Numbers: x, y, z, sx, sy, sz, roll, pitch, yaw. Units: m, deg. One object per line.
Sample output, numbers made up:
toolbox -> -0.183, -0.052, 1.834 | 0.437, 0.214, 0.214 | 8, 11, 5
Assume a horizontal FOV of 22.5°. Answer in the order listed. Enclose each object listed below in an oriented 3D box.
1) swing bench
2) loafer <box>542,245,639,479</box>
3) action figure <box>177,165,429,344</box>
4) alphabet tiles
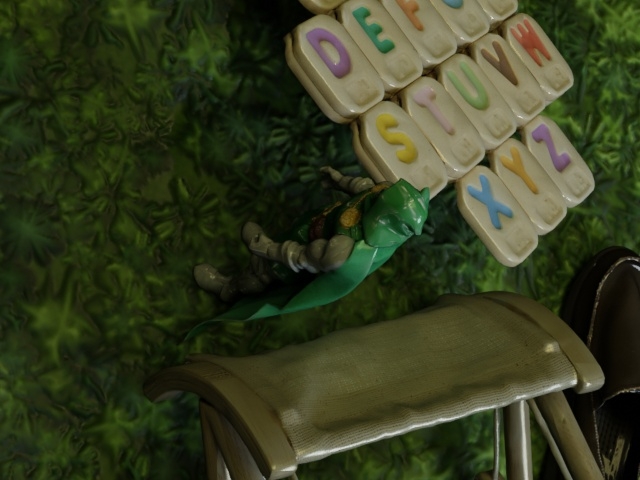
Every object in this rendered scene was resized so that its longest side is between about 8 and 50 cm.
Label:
swing bench -> 0.056, 0.169, 1.030 | 0.253, 0.165, 0.255 | -12, 86, -30
loafer -> 0.225, 0.108, 1.186 | 0.080, 0.078, 0.220 | 18, 72, -26
action figure -> 0.000, 0.000, 0.991 | 0.137, 0.232, 0.063 | -44, 102, -29
alphabet tiles -> 0.084, -0.123, 1.114 | 0.278, 0.021, 0.284 | 53, 37, 0
